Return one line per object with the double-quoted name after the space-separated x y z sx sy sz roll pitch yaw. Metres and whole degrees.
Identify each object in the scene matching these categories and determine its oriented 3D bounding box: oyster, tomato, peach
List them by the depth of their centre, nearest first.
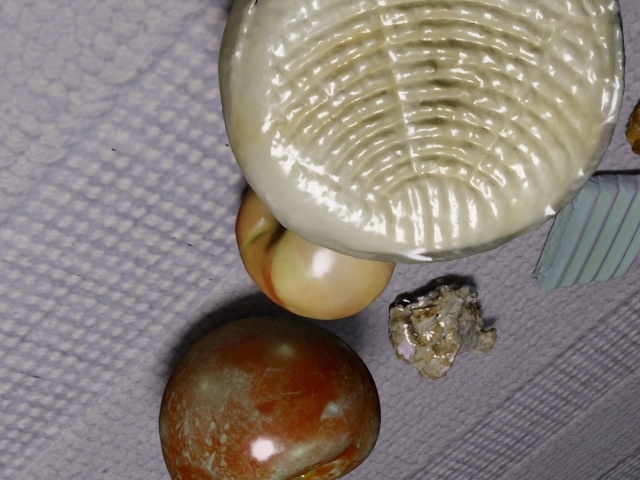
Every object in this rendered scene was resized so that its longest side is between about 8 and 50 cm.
0.000 0.000 1.149 0.184 0.184 0.184 -17 140 -15 "peach"
-0.068 0.204 1.296 0.270 0.222 0.270 -27 158 -12 "tomato"
0.181 0.126 1.478 0.191 0.081 0.163 -2 130 -35 "oyster"

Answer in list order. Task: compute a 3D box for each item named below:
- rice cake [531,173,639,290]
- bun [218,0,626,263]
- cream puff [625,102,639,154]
0.391 -0.013 1.483 0.189 0.037 0.198 -4 135 -27 "rice cake"
0.088 -0.160 0.988 0.365 0.202 0.364 -2 112 -6 "bun"
0.446 -0.137 1.335 0.116 0.094 0.122 -25 146 -1 "cream puff"
